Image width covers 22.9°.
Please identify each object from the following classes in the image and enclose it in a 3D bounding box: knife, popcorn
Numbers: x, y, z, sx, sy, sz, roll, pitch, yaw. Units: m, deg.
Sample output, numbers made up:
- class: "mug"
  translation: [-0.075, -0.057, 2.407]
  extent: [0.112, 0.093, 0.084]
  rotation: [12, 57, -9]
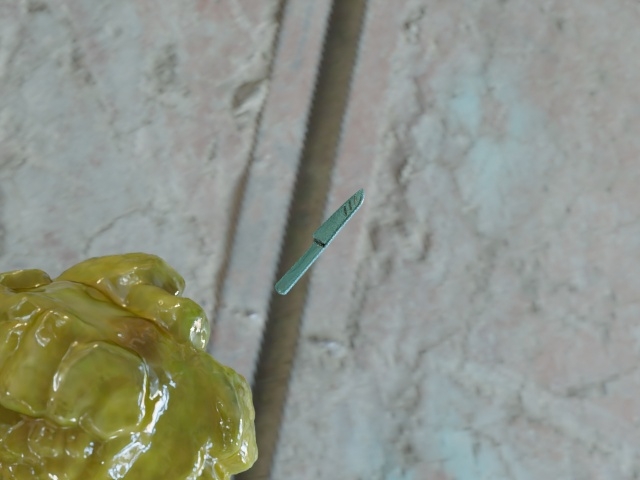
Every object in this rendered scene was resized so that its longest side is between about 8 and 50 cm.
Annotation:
- class: "knife"
  translation: [0.000, 0.000, 1.070]
  extent: [0.091, 0.014, 0.005]
  rotation: [-48, 155, 0]
- class: "popcorn"
  translation: [-0.151, 0.113, 1.055]
  extent: [0.226, 0.203, 0.200]
  rotation: [11, 107, -19]
